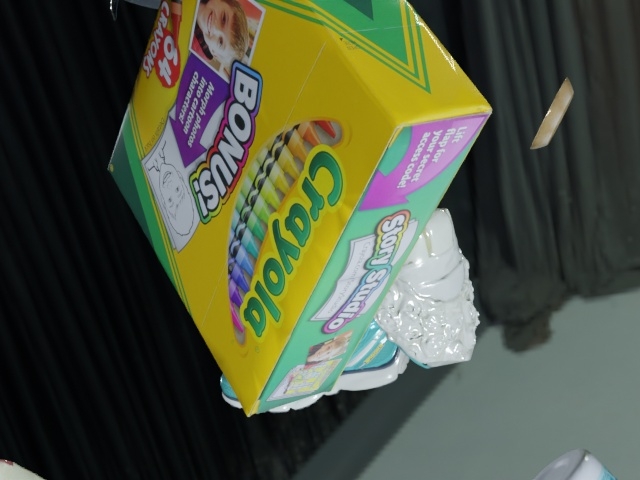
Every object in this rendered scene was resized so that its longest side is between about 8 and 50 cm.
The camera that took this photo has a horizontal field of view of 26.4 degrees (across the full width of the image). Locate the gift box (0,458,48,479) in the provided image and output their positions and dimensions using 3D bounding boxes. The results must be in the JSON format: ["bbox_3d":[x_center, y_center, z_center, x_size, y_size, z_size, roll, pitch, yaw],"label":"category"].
[{"bbox_3d":[-0.229,0.244,0.640,0.255,0.276,0.258,-4,66,24],"label":"gift box"}]

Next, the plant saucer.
[{"bbox_3d":[0.243,-0.129,1.415,0.015,0.083,0.083,28,38,8],"label":"plant saucer"}]

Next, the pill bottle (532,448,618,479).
[{"bbox_3d":[0.405,0.427,1.894,0.146,0.264,0.146,-45,2,2],"label":"pill bottle"}]

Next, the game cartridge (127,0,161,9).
[{"bbox_3d":[-0.138,-0.313,1.363,0.196,0.060,0.294,-28,-17,24],"label":"game cartridge"}]

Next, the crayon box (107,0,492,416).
[{"bbox_3d":[-0.042,-0.083,1.180,0.106,0.363,0.313,-10,54,-33],"label":"crayon box"}]

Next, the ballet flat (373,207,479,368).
[{"bbox_3d":[0.075,-0.038,1.589,0.147,0.408,0.147,-31,-4,-3],"label":"ballet flat"}]

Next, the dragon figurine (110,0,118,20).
[{"bbox_3d":[-0.239,-0.435,1.800,0.085,0.289,0.144,46,16,18],"label":"dragon figurine"}]

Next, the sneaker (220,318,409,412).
[{"bbox_3d":[-0.016,0.151,1.850,0.275,0.110,0.107,-19,35,18],"label":"sneaker"}]
